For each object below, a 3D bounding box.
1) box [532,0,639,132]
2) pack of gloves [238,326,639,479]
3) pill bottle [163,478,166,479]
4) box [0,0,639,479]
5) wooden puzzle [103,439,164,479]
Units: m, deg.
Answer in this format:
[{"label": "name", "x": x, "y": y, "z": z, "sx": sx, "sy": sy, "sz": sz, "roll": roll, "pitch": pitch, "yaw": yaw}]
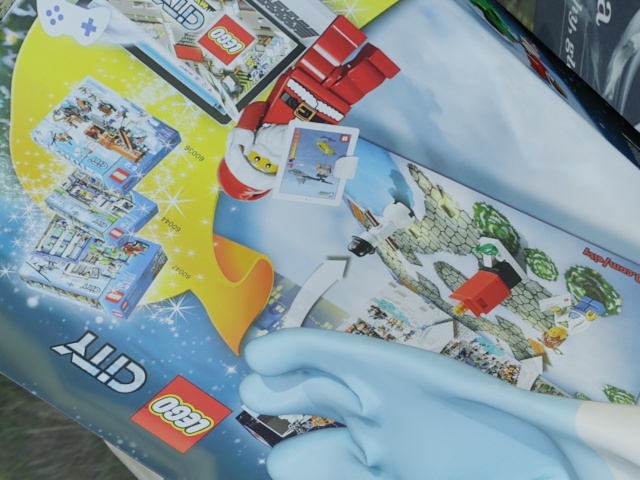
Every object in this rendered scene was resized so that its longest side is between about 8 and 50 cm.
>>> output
[{"label": "box", "x": 0.318, "y": -0.024, "z": 0.796, "sx": 0.297, "sy": 0.472, "sz": 0.479, "roll": -4, "pitch": 109, "yaw": -21}, {"label": "pack of gloves", "x": 0.066, "y": 0.114, "z": 0.384, "sx": 0.046, "sy": 0.232, "sz": 0.195, "roll": -40, "pitch": 116, "yaw": -25}, {"label": "pill bottle", "x": -0.061, "y": 0.278, "z": 1.171, "sx": 0.188, "sy": 0.188, "sz": 0.334, "roll": 26, "pitch": 85, "yaw": 6}, {"label": "box", "x": 0.000, "y": 0.000, "z": 0.484, "sx": 0.159, "sy": 0.044, "sz": 0.233, "roll": -42, "pitch": 120, "yaw": 19}, {"label": "wooden puzzle", "x": 0.012, "y": 0.181, "z": 1.700, "sx": 0.348, "sy": 0.080, "sz": 0.322, "roll": -39, "pitch": 65, "yaw": -18}]
